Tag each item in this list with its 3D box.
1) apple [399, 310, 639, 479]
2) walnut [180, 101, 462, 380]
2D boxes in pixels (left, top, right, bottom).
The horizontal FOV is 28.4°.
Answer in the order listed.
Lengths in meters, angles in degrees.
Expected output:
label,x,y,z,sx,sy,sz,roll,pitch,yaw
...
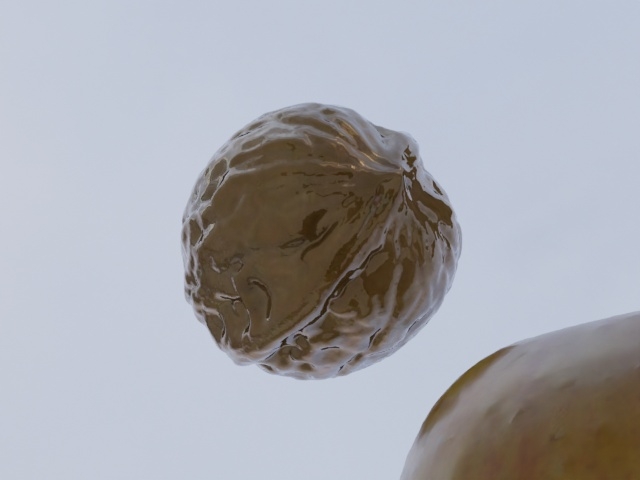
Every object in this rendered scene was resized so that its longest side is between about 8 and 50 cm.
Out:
label,x,y,z,sx,sy,sz,roll,pitch,yaw
apple,0.178,0.170,0.568,0.299,0.299,0.275,-22,-113,24
walnut,0.000,0.000,0.899,0.213,0.213,0.213,-6,-103,28
